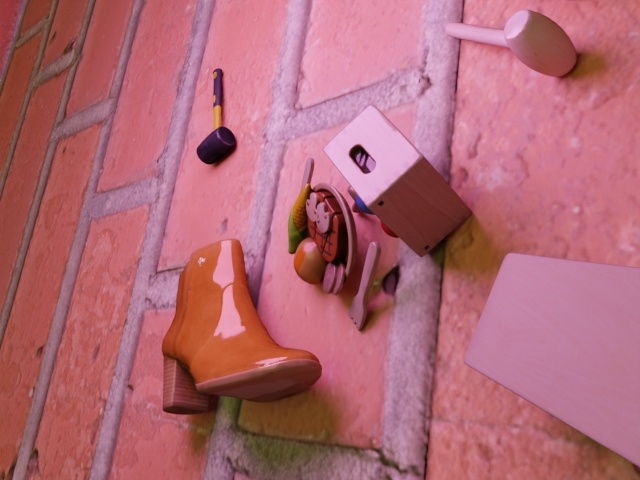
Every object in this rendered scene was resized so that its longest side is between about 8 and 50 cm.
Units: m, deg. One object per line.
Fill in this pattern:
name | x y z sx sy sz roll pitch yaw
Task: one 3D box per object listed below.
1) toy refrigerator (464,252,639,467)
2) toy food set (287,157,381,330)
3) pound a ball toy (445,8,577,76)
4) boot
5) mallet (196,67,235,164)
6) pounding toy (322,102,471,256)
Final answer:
toy refrigerator | 0.197 0.077 0.459 0.269 0.094 0.102 -171 103 -81
toy food set | 0.000 0.000 0.800 0.192 0.038 0.132 54 143 45
pound a ball toy | 0.160 -0.321 0.741 0.319 0.136 0.208 39 102 49
boot | -0.108 0.091 0.864 0.295 0.104 0.211 -23 56 44
mallet | -0.172 -0.201 1.128 0.062 0.039 0.189 -41 42 30
pounding toy | 0.067 -0.056 0.737 0.100 0.130 0.141 -43 45 9
